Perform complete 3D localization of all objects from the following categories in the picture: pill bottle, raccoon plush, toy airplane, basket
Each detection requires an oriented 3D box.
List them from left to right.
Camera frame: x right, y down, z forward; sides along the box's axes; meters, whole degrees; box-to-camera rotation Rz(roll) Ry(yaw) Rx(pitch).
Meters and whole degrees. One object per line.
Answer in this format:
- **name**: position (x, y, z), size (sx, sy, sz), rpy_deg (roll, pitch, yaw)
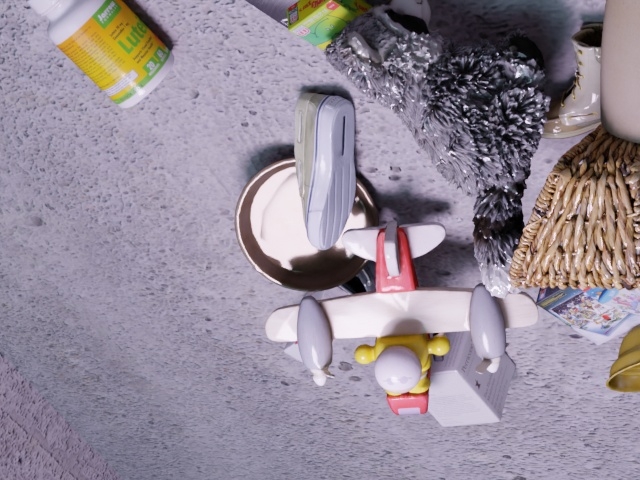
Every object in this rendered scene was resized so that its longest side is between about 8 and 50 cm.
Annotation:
- **pill bottle**: position (-0.384, -0.360, 1.769), size (0.136, 0.136, 0.246), rpy_deg (-18, 126, 43)
- **toy airplane**: position (0.148, 0.155, 1.875), size (0.384, 0.272, 0.386), rpy_deg (34, 122, -17)
- **raccoon plush**: position (0.161, -0.143, 1.479), size (0.299, 0.447, 0.216), rpy_deg (-1, 168, -13)
- **basket**: position (0.408, -0.065, 1.448), size (0.223, 0.299, 0.214), rpy_deg (-2, 104, 42)

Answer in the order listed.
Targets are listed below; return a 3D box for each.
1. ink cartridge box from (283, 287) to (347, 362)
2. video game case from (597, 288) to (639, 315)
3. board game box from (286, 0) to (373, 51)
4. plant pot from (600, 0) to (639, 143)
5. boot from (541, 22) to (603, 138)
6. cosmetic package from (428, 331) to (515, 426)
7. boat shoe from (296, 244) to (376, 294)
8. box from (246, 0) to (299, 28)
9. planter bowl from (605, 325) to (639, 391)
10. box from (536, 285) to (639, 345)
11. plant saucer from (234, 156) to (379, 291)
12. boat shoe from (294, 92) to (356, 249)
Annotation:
- **ink cartridge box**: position (-0.009, 0.176, 2.204), size (0.063, 0.151, 0.109), rpy_deg (32, 143, -16)
- **video game case**: position (0.585, 0.111, 1.791), size (0.166, 0.015, 0.119), rpy_deg (18, 159, 6)
- **board game box**: position (0.045, -0.325, 1.570), size (0.092, 0.043, 0.181), rpy_deg (-28, 145, 36)
- **plant pot**: position (0.467, -0.299, 1.295), size (0.256, 0.256, 0.274), rpy_deg (-1, 120, 31)
- **boot**: position (0.388, -0.239, 1.522), size (0.213, 0.077, 0.165), rpy_deg (-5, 136, 25)
- **cosmetic package**: position (0.290, 0.278, 2.154), size (0.151, 0.151, 0.184), rpy_deg (-14, 130, 39)
- **boat shoe**: position (0.000, 0.000, 2.022), size (0.319, 0.099, 0.116), rpy_deg (37, 145, -15)
- **box**: position (-0.058, -0.429, 1.562), size (0.231, 0.056, 0.183), rpy_deg (32, 144, -10)
- **planter bowl**: position (0.630, 0.206, 1.893), size (0.217, 0.090, 0.217), rpy_deg (-6, 155, -3)
- **box**: position (0.535, 0.100, 1.882), size (0.159, 0.044, 0.233), rpy_deg (33, 143, -12)
- **plant saucer**: position (-0.026, -0.033, 1.952), size (0.277, 0.041, 0.278), rpy_deg (2, 112, 5)
- **boat shoe**: position (0.002, -0.128, 1.841), size (0.094, 0.109, 0.302), rpy_deg (24, 124, 31)
